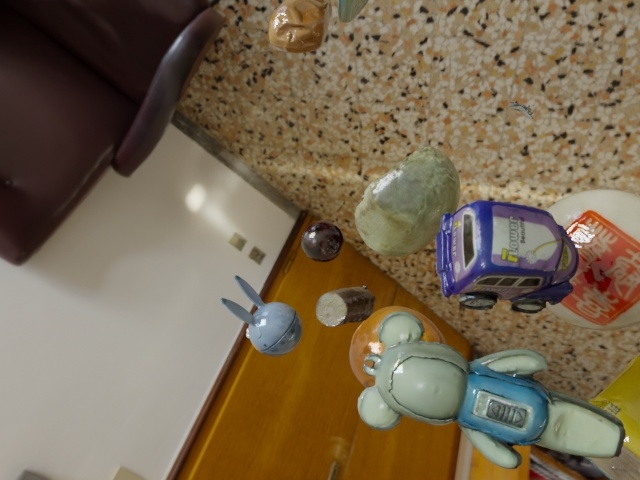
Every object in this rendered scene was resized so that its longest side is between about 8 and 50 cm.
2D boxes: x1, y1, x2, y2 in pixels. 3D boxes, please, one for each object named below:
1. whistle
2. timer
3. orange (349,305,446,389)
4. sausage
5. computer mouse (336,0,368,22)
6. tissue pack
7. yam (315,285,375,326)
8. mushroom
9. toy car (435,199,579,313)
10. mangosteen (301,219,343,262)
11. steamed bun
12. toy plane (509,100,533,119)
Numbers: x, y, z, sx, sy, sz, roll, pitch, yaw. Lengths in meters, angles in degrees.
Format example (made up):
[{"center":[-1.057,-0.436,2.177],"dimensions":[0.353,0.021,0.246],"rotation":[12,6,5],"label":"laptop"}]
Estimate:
[{"center":[0.154,0.146,0.436],"dimensions":[0.236,0.113,0.077],"rotation":[16,176,4],"label":"whistle"},{"center":[-0.176,0.239,1.373],"dimensions":[0.256,0.175,0.175],"rotation":[25,143,-4],"label":"timer"},{"center":[0.247,0.366,1.505],"dimensions":[0.312,0.312,0.312],"rotation":[15,142,12],"label":"orange"},{"center":[-0.044,-0.516,1.103],"dimensions":[0.136,0.241,0.120],"rotation":[8,131,8],"label":"sausage"},{"center":[0.082,-0.645,1.072],"dimensions":[0.097,0.159,0.288],"rotation":[31,159,3],"label":"computer mouse"},{"center":[0.700,0.393,1.019],"dimensions":[0.192,0.271,0.134],"rotation":[42,144,37],"label":"tissue pack"},{"center":[0.055,0.140,0.998],"dimensions":[0.084,0.084,0.127],"rotation":[-4,177,31],"label":"yam"},{"center":[0.194,-0.078,1.051],"dimensions":[0.267,0.164,0.189],"rotation":[-33,78,13],"label":"mushroom"},{"center":[0.325,0.022,0.792],"dimensions":[0.235,0.172,0.158],"rotation":[6,160,-5],"label":"toy car"},{"center":[0.001,0.001,0.889],"dimensions":[0.081,0.081,0.081],"rotation":[15,142,12],"label":"mangosteen"},{"center":[0.714,0.060,1.204],"dimensions":[0.375,0.241,0.374],"rotation":[10,110,28],"label":"steamed bun"},{"center":[0.560,-0.361,1.300],"dimensions":[0.084,0.024,0.078],"rotation":[26,-177,-16],"label":"toy plane"}]
